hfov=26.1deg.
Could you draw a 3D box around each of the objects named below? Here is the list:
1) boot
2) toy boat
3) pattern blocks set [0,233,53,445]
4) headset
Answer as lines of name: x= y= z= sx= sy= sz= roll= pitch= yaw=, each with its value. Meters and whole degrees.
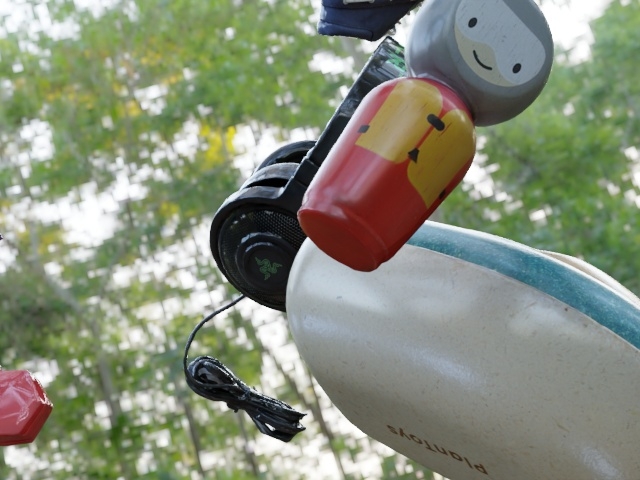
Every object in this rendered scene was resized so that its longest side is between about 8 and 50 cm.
boot: x=0.073 y=-0.249 z=1.420 sx=0.190 sy=0.086 sz=0.069 roll=-4 pitch=20 yaw=-37
toy boat: x=0.090 y=0.020 z=0.705 sx=0.148 sy=0.267 sz=0.318 roll=-53 pitch=-37 yaw=-21
pattern blocks set: x=-0.339 y=0.073 z=0.845 sx=0.325 sy=0.285 sz=0.026 roll=-26 pitch=-30 yaw=3
headset: x=0.000 y=0.000 z=1.304 sx=0.394 sy=0.185 sz=0.243 roll=-56 pitch=1 yaw=17
